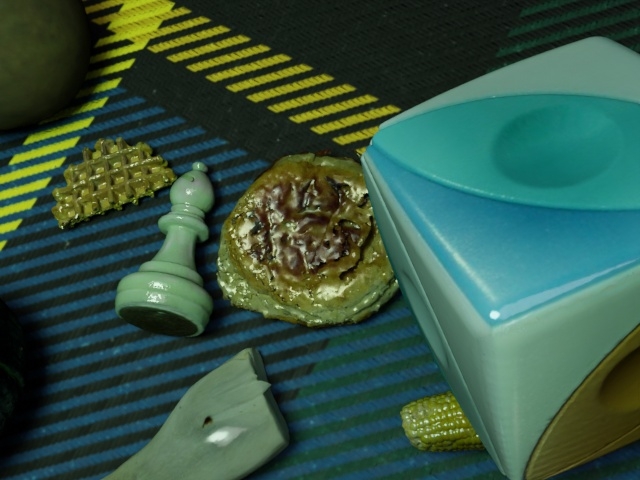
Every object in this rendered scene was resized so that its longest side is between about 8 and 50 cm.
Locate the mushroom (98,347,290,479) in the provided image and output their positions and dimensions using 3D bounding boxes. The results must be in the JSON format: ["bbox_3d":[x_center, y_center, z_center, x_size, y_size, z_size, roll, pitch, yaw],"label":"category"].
[{"bbox_3d":[-0.193,0.297,0.990,0.329,0.122,0.159,-34,35,-5],"label":"mushroom"}]

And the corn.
[{"bbox_3d":[0.268,0.226,0.952,0.320,0.097,0.097,-10,72,6],"label":"corn"}]

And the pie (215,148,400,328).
[{"bbox_3d":[0.000,0.000,1.060,0.308,0.085,0.308,-2,73,6],"label":"pie"}]

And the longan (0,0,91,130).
[{"bbox_3d":[-0.519,-0.333,1.131,0.319,0.319,0.319,-2,73,7],"label":"longan"}]

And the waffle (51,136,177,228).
[{"bbox_3d":[-0.338,-0.082,1.149,0.160,0.046,0.192,35,81,16],"label":"waffle"}]

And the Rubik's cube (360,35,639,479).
[{"bbox_3d":[0.277,0.019,0.831,0.347,0.352,0.351,-25,47,-2],"label":"Rubik's cube"}]

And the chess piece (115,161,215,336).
[{"bbox_3d":[-0.210,-0.002,1.080,0.139,0.139,0.271,4,62,8],"label":"chess piece"}]

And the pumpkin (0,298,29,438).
[{"bbox_3d":[-0.556,0.208,0.995,0.315,0.238,0.315,-6,55,9],"label":"pumpkin"}]
